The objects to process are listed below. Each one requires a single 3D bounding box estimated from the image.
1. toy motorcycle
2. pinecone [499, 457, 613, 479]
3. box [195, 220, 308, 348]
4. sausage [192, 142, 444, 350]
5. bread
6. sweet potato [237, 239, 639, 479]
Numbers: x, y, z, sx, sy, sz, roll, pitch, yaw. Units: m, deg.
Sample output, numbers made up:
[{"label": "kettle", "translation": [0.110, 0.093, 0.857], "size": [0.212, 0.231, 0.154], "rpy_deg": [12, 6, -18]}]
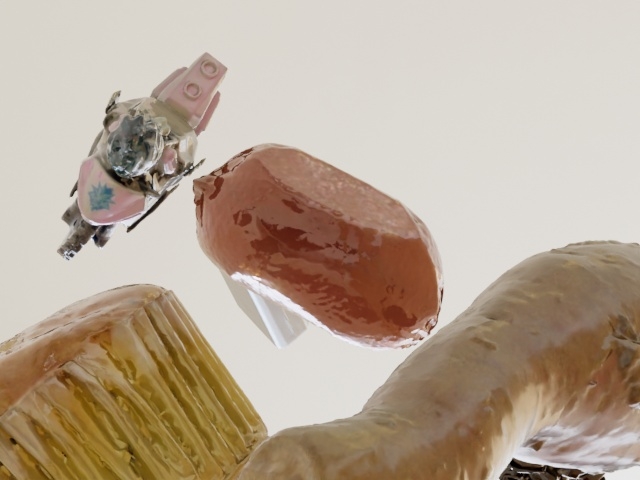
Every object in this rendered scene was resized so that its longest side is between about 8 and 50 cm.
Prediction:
[{"label": "toy motorcycle", "translation": [-0.162, -0.091, 1.869], "size": [0.204, 0.108, 0.239], "rpy_deg": [131, 162, -71]}, {"label": "pinecone", "translation": [0.243, 0.166, 2.019], "size": [0.221, 0.221, 0.221], "rpy_deg": [-57, -18, -29]}, {"label": "box", "translation": [-0.078, 0.042, 2.321], "size": [0.055, 0.103, 0.243], "rpy_deg": [-39, -25, -9]}, {"label": "sausage", "translation": [0.000, 0.000, 1.791], "size": [0.148, 0.254, 0.148], "rpy_deg": [22, -90, -89]}, {"label": "bread", "translation": [-0.171, 0.127, 1.220], "size": [0.204, 0.156, 0.288], "rpy_deg": [-37, 5, -26]}, {"label": "sweet potato", "translation": [0.100, 0.057, 0.817], "size": [0.385, 0.109, 0.109], "rpy_deg": [-7, -59, -58]}]
